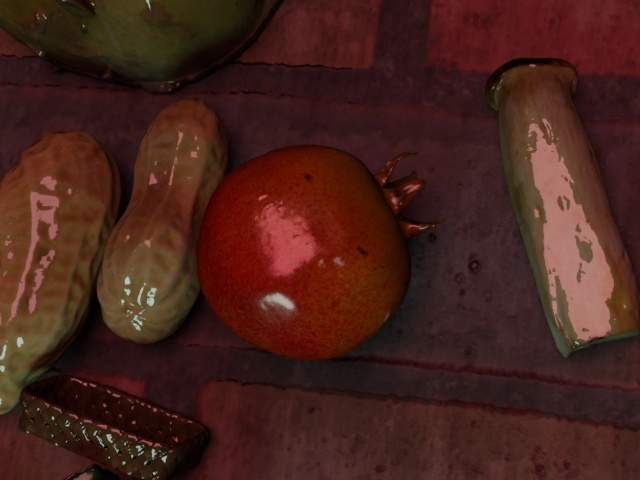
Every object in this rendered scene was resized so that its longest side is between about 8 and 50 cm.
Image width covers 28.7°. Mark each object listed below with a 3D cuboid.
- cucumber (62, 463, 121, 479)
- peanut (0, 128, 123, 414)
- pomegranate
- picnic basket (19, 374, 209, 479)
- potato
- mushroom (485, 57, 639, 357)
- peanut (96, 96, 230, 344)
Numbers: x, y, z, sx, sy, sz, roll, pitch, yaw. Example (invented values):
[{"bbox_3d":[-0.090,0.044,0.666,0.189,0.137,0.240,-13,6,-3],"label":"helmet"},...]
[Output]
[{"bbox_3d":[-0.197,0.334,1.259,0.191,0.130,0.191,-2,77,9],"label":"cucumber"},{"bbox_3d":[-0.314,0.032,1.358,0.153,0.140,0.325,23,83,5],"label":"peanut"},{"bbox_3d":[0.000,0.000,1.254,0.256,0.221,0.221,-30,71,-3],"label":"pomegranate"},{"bbox_3d":[-0.218,0.198,1.311,0.193,0.110,0.055,19,101,18],"label":"picnic basket"},{"bbox_3d":[-0.259,-0.406,1.371,0.442,0.319,0.385,30,83,21],"label":"potato"},{"bbox_3d":[0.244,-0.042,1.269,0.100,0.081,0.312,-17,74,16],"label":"mushroom"},{"bbox_3d":[-0.168,-0.025,1.341,0.111,0.125,0.275,11,80,9],"label":"peanut"}]
